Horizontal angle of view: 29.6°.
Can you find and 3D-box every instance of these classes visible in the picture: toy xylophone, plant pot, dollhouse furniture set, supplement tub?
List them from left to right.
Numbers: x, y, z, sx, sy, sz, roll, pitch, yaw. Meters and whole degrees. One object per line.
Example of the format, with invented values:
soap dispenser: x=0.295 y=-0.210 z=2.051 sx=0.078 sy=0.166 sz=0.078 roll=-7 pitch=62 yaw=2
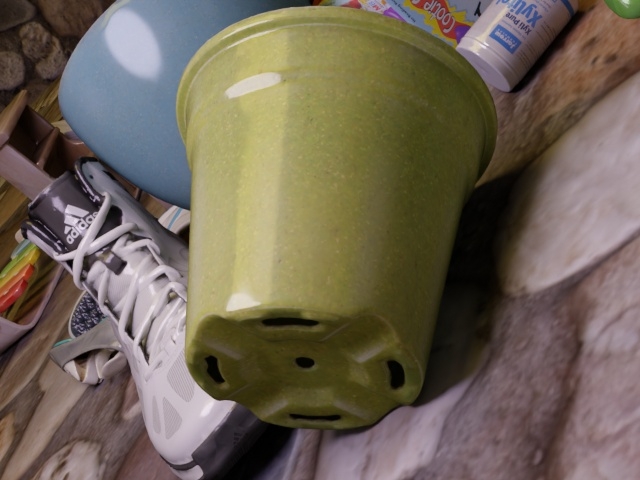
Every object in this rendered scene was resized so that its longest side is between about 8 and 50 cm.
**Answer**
toy xylophone: x=-0.539 y=0.095 z=2.104 sx=0.236 sy=0.081 sz=0.322 roll=-40 pitch=22 yaw=25
dollhouse furniture set: x=-0.302 y=-0.211 z=1.901 sx=0.394 sy=0.256 sz=0.362 roll=-42 pitch=22 yaw=21
plant pot: x=-0.097 y=-0.136 z=1.271 sx=0.290 sy=0.195 sz=0.290 roll=-33 pitch=-17 yaw=-12
plant pot: x=0.000 y=0.000 z=0.966 sx=0.276 sy=0.276 sz=0.254 roll=-31 pitch=38 yaw=40
supplement tub: x=0.188 y=-0.203 z=1.154 sx=0.107 sy=0.071 sz=0.071 roll=-51 pitch=21 yaw=-4

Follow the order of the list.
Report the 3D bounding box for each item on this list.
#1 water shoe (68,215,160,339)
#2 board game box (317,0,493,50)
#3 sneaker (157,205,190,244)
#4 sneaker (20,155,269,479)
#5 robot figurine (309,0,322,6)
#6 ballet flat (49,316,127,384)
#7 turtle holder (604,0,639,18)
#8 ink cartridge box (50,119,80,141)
water shoe: x=-0.265 y=0.063 z=1.649 sx=0.203 sy=0.073 sz=0.080 roll=-56 pitch=-5 yaw=-14
board game box: x=0.138 y=-0.316 z=1.345 sx=0.275 sy=0.144 sz=0.142 roll=-58 pitch=22 yaw=-19
sneaker: x=-0.116 y=-0.053 z=1.512 sx=0.228 sy=0.087 sz=0.092 roll=-51 pitch=29 yaw=12
sneaker: x=-0.190 y=0.065 z=1.193 sx=0.169 sy=0.257 sz=0.447 roll=-49 pitch=21 yaw=2
robot figurine: x=0.010 y=-0.256 z=1.475 sx=0.211 sy=0.085 sz=0.291 roll=-16 pitch=48 yaw=44
ballet flat: x=-0.285 y=0.147 z=1.525 sx=0.213 sy=0.072 sz=0.068 roll=-29 pitch=59 yaw=48
turtle holder: x=0.303 y=-0.251 z=0.770 sx=0.227 sy=0.243 sz=0.320 roll=-32 pitch=12 yaw=0
ink cartridge box: x=-0.414 y=-0.123 z=2.122 sx=0.104 sy=0.180 sz=0.060 roll=-21 pitch=31 yaw=-39
